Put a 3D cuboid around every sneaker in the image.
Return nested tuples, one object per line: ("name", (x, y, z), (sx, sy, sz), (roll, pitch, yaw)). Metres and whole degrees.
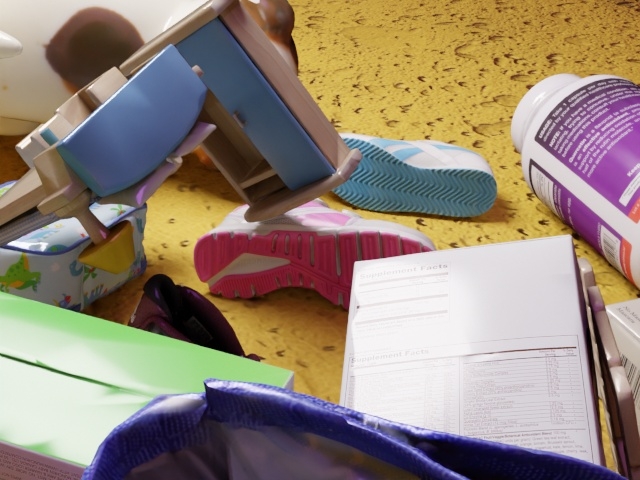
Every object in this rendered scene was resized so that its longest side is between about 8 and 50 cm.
("sneaker", (0.000, 0.000, 0.968), (0.252, 0.102, 0.111), (7, 33, 2))
("sneaker", (0.103, -0.087, 1.151), (0.229, 0.087, 0.092), (13, 25, -1))
("sneaker", (-0.164, 0.086, 0.746), (0.282, 0.162, 0.106), (14, 33, 14))

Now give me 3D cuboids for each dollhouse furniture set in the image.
("dollhouse furniture set", (-0.159, -0.030, 0.800), (0.286, 0.198, 0.303), (-21, 25, 41))

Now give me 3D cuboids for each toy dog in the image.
("toy dog", (-0.227, -0.237, 1.116), (0.408, 0.284, 0.395), (12, 0, -7))

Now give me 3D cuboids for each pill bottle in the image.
("pill bottle", (0.358, -0.077, 1.067), (0.182, 0.181, 0.323), (-8, 34, -19))

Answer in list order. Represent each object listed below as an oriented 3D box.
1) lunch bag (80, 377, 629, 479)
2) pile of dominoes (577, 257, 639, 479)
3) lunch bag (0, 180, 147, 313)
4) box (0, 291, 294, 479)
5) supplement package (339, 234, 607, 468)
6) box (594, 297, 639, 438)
("lunch bag", (0.068, 0.257, 0.321), (0.239, 0.327, 0.385), (-32, 41, -17))
("pile of dominoes", (0.225, 0.137, 0.640), (0.040, 0.251, 0.196), (-11, 29, 13))
("lunch bag", (-0.280, 0.005, 0.897), (0.176, 0.090, 0.219), (10, 18, 10))
("box", (-0.165, 0.170, 0.545), (0.262, 0.231, 0.127), (13, 28, 13))
("supplement package", (0.107, 0.140, 0.592), (0.149, 0.194, 0.203), (-8, 42, 16))
("box", (0.397, 0.102, 0.865), (0.275, 0.094, 0.113), (-10, 35, -22))
